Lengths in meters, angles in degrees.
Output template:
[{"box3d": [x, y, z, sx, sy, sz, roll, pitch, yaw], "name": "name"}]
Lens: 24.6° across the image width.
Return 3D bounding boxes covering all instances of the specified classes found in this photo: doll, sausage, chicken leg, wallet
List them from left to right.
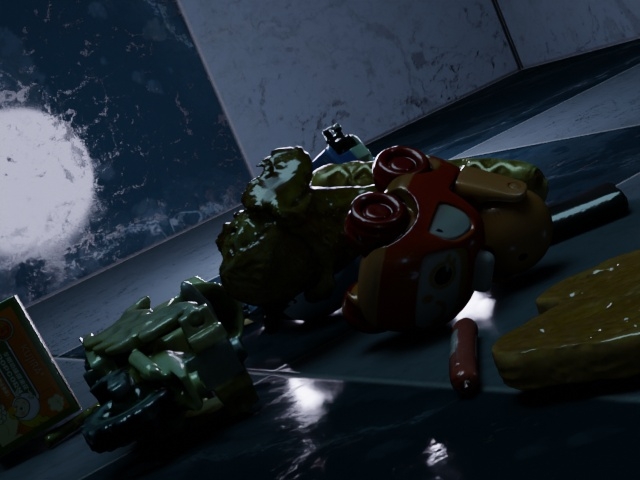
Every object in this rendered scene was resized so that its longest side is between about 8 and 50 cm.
[{"box3d": [-0.035, 0.051, 2.228, 0.314, 0.141, 0.177, -20, 23, 53], "name": "doll"}, {"box3d": [0.003, -0.039, 2.008, 0.361, 0.211, 0.140, -35, 22, -26], "name": "chicken leg"}, {"box3d": [0.159, 0.124, 1.617, 0.034, 0.034, 0.253, -21, 9, 10], "name": "sausage"}, {"box3d": [0.313, -0.022, 2.097, 0.250, 0.044, 0.149, -22, 5, 7], "name": "wallet"}]

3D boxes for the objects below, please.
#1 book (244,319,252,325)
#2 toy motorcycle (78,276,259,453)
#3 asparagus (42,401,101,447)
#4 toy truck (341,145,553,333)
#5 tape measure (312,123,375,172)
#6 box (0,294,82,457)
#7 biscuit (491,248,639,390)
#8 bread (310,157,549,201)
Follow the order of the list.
[{"box3d": [-0.081, 0.099, 2.479, 0.168, 0.013, 0.192, -26, 8, -15], "name": "book"}, {"box3d": [-0.202, 0.161, 1.918, 0.237, 0.168, 0.410, -29, 14, 0], "name": "toy motorcycle"}, {"box3d": [-0.322, 0.243, 2.176, 0.248, 0.025, 0.024, -33, -29, -50], "name": "asparagus"}, {"box3d": [0.162, 0.007, 1.858, 0.239, 0.189, 0.265, 13, 40, 14], "name": "toy truck"}, {"box3d": [0.000, 0.000, 2.368, 0.098, 0.215, 0.351, -31, -14, -46], "name": "tape measure"}, {"box3d": [-0.465, 0.198, 2.155, 0.148, 0.195, 0.177, -30, 3, -18], "name": "box"}, {"box3d": [0.344, 0.060, 1.441, 0.351, 0.057, 0.312, -19, 9, 14], "name": "biscuit"}, {"box3d": [0.152, -0.076, 2.159, 0.368, 0.084, 0.077, 0, 60, 21], "name": "bread"}]
